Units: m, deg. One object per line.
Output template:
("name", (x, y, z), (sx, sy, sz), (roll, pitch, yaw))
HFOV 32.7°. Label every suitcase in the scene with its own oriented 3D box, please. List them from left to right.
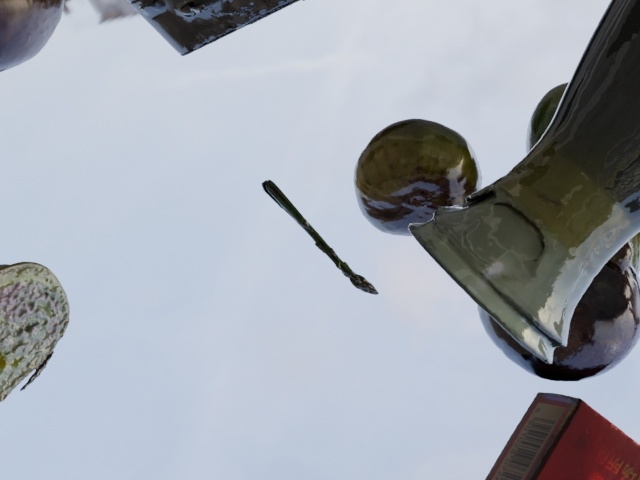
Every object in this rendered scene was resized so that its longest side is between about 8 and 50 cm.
("suitcase", (-0.094, -0.428, 1.528), (0.434, 0.194, 0.283), (-13, -140, 52))

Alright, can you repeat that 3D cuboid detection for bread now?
("bread", (-0.433, 0.120, 1.259), (0.156, 0.158, 0.261), (2, -141, 41))

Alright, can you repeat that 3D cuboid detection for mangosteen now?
("mangosteen", (0.212, 0.043, 0.944), (0.152, 0.152, 0.152), (-22, -149, 14))

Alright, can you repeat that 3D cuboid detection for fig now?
("fig", (0.102, -0.066, 1.175), (0.153, 0.136, 0.121), (-29, -141, 60))

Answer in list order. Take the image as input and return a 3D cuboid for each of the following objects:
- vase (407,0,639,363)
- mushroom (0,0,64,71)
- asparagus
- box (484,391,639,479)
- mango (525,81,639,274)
("vase", (0.202, -0.081, 0.631), (0.321, 0.173, 0.173), (-45, -152, 10))
("mushroom", (-0.504, -0.352, 1.336), (0.331, 0.356, 0.334), (-18, -147, -9))
("asparagus", (0.000, 0.000, 1.554), (0.023, 0.233, 0.022), (-41, -167, 17))
("box", (0.210, 0.324, 0.995), (0.313, 0.197, 0.089), (-56, -165, -12))
("mango", (0.294, -0.053, 1.174), (0.114, 0.156, 0.251), (-18, -109, 19))
